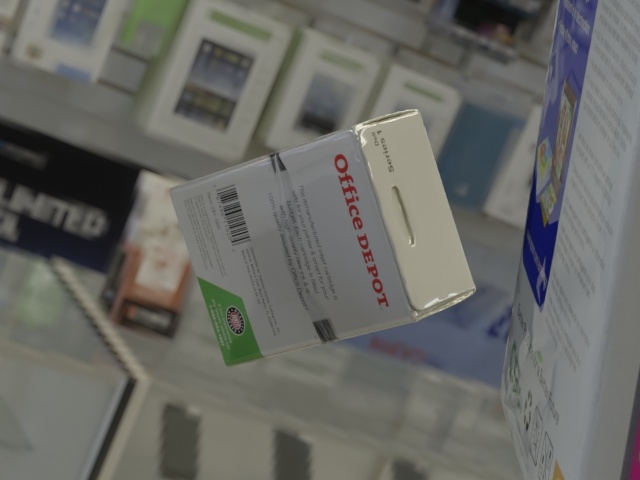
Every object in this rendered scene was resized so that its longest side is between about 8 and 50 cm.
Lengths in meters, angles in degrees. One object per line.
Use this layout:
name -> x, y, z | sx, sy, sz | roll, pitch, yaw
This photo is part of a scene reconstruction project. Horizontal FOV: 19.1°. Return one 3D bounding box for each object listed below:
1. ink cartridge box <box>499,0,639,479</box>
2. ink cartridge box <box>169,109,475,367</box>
ink cartridge box -> 0.123, -0.075, 0.676 | 0.069, 0.371, 0.176 | 3, 18, -3
ink cartridge box -> 0.000, 0.000, 1.540 | 0.219, 0.160, 0.092 | -15, 3, 42
